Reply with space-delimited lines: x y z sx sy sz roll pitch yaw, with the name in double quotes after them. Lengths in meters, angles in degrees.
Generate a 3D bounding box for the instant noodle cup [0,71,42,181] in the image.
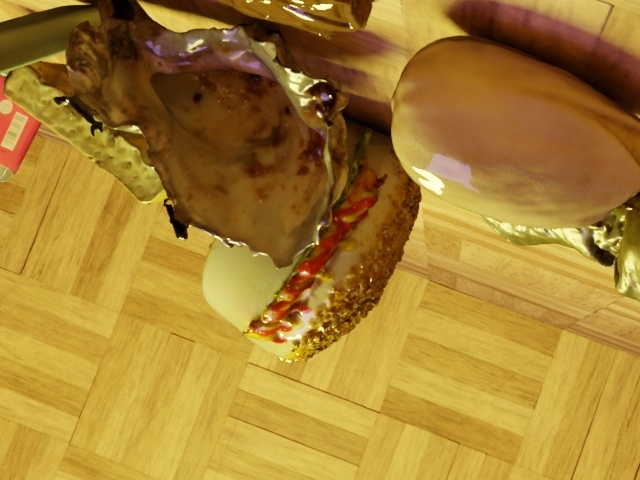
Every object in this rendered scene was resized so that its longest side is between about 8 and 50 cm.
-0.536 -0.200 2.014 0.302 0.181 0.258 21 174 -4 "instant noodle cup"

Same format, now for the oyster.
-0.110 -0.109 1.150 0.337 0.198 0.133 27 -168 25 "oyster"

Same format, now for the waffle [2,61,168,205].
-0.232 -0.131 1.562 0.248 0.055 0.221 36 -165 13 "waffle"

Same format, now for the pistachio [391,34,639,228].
0.142 -0.070 0.913 0.200 0.117 0.145 21 171 -16 "pistachio"

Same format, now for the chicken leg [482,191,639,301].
0.281 0.010 1.081 0.429 0.153 0.201 27 152 42 "chicken leg"

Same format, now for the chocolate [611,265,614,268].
0.305 -0.004 1.248 0.072 0.072 0.167 20 175 5 "chocolate"

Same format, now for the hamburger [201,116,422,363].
0.000 0.000 1.403 0.179 0.276 0.294 32 -167 3 "hamburger"

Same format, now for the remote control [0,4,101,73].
-0.307 -0.177 1.205 0.090 0.038 0.309 6 -158 30 "remote control"

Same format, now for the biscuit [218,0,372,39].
-0.051 -0.187 0.915 0.182 0.034 0.215 18 175 40 "biscuit"
